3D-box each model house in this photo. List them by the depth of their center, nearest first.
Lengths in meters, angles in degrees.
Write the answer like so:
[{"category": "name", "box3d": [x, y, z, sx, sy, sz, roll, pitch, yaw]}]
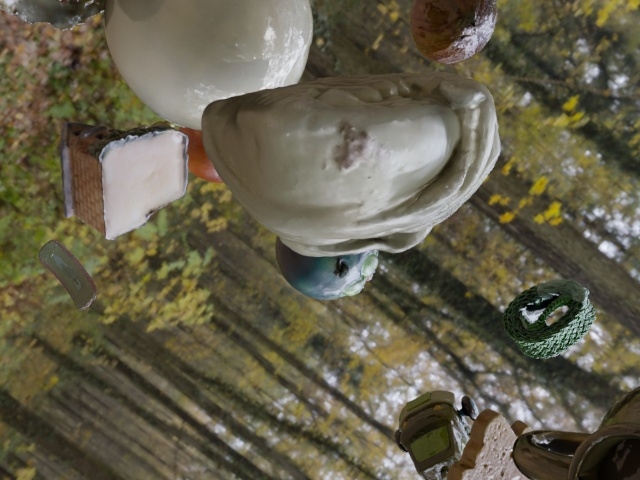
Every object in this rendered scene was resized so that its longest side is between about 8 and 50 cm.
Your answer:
[{"category": "model house", "box3d": [-0.337, -0.125, 1.268, 0.183, 0.172, 0.166, -28, 132, -45]}]

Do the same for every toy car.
[{"category": "toy car", "box3d": [0.280, 0.477, 1.705, 0.204, 0.248, 0.198, -31, -163, 17]}]

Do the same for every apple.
[{"category": "apple", "box3d": [-0.205, -0.194, 1.558, 0.163, 0.139, 0.163, -52, 161, -26]}]

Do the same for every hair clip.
[{"category": "hair clip", "box3d": [-0.439, 0.059, 1.353, 0.054, 0.137, 0.022, -45, 169, 16]}]

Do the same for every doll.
[{"category": "doll", "box3d": [0.000, -0.001, 1.488, 0.198, 0.186, 0.322, -59, -155, 7]}]

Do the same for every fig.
[{"category": "fig", "box3d": [0.245, -0.389, 1.353, 0.202, 0.148, 0.149, 11, -97, 57]}]

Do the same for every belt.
[{"category": "belt", "box3d": [0.378, 0.121, 1.290, 0.151, 0.079, 0.121, -29, -144, 12]}]

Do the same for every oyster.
[{"category": "oyster", "box3d": [-0.355, -0.487, 1.256, 0.396, 0.111, 0.204, -50, 153, -10]}]

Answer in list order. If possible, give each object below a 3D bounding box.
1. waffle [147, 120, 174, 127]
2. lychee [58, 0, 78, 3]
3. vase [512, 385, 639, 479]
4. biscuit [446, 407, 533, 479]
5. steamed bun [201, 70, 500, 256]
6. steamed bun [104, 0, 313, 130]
[{"category": "waffle", "box3d": [-0.474, -0.207, 1.888, 0.291, 0.051, 0.291, -33, -169, 7]}, {"category": "lychee", "box3d": [-0.344, -0.434, 0.980, 0.236, 0.236, 0.271, -54, 158, -21]}, {"category": "vase", "box3d": [0.394, 0.289, 0.959, 0.329, 0.302, 0.241, 2, -89, 44]}, {"category": "biscuit", "box3d": [0.287, 0.362, 1.185, 0.041, 0.238, 0.212, 8, -90, 59]}, {"category": "steamed bun", "box3d": [0.041, -0.082, 0.912, 0.309, 0.219, 0.324, -14, -162, -29]}, {"category": "steamed bun", "box3d": [-0.165, -0.330, 1.174, 0.324, 0.324, 0.206, -53, -171, -13]}]
